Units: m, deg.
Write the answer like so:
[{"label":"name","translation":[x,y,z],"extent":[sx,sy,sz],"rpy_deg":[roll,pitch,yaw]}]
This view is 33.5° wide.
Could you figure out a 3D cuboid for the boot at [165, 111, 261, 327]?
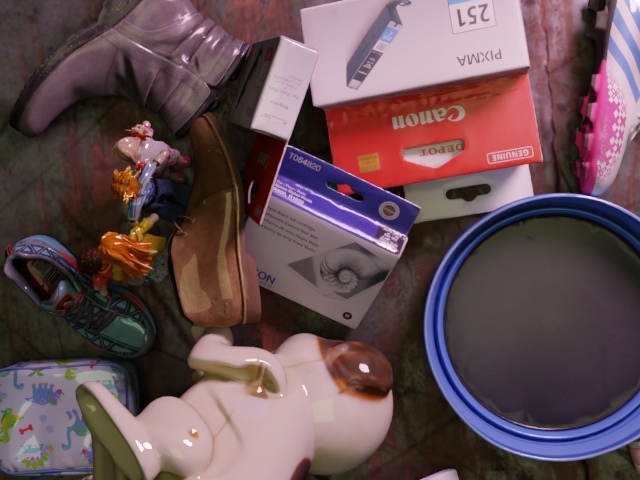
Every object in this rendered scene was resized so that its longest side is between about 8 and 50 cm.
[{"label":"boot","translation":[-0.163,-0.029,1.479],"extent":[0.115,0.112,0.305],"rpy_deg":[-8,83,-13]}]

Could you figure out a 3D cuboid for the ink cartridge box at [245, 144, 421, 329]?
[{"label":"ink cartridge box","translation":[0.000,0.000,1.529],"extent":[0.223,0.045,0.224],"rpy_deg":[25,125,-2]}]

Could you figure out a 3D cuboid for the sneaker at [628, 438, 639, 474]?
[{"label":"sneaker","translation":[0.527,0.316,1.575],"extent":[0.134,0.051,0.070],"rpy_deg":[-11,93,6]}]

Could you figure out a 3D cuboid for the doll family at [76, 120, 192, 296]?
[{"label":"doll family","translation":[-0.250,-0.036,1.518],"extent":[0.118,0.163,0.262],"rpy_deg":[16,89,33]}]

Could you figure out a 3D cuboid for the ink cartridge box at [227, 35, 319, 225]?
[{"label":"ink cartridge box","translation":[-0.089,-0.157,1.479],"extent":[0.060,0.275,0.238],"rpy_deg":[19,94,-14]}]

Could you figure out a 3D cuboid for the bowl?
[{"label":"bowl","translation":[0.346,0.125,1.561],"extent":[0.391,0.077,0.391],"rpy_deg":[0,93,3]}]

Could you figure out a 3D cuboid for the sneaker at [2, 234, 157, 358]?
[{"label":"sneaker","translation":[-0.365,0.097,1.575],"extent":[0.262,0.125,0.104],"rpy_deg":[34,98,2]}]

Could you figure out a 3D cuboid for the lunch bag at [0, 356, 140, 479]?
[{"label":"lunch bag","translation":[-0.382,0.266,1.599],"extent":[0.219,0.090,0.176],"rpy_deg":[-4,90,3]}]

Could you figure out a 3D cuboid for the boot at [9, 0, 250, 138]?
[{"label":"boot","translation":[-0.282,-0.225,1.574],"extent":[0.223,0.118,0.338],"rpy_deg":[44,101,-9]}]

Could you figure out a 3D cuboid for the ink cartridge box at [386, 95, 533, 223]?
[{"label":"ink cartridge box","translation":[0.196,-0.209,1.541],"extent":[0.207,0.119,0.353],"rpy_deg":[-10,92,4]}]

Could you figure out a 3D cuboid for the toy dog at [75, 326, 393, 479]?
[{"label":"toy dog","translation":[-0.079,0.267,1.459],"extent":[0.395,0.408,0.284],"rpy_deg":[31,135,37]}]

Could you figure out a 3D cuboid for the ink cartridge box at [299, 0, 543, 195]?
[{"label":"ink cartridge box","translation":[0.137,-0.211,1.447],"extent":[0.296,0.066,0.261],"rpy_deg":[-9,90,13]}]

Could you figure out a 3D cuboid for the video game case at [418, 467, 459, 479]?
[{"label":"video game case","translation":[0.144,0.473,1.552],"extent":[0.206,0.026,0.226],"rpy_deg":[-14,92,-34]}]

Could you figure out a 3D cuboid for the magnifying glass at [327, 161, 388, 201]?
[{"label":"magnifying glass","translation":[0.014,-0.049,1.605],"extent":[0.092,0.026,0.231],"rpy_deg":[44,91,1]}]

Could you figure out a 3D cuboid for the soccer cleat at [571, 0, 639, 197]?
[{"label":"soccer cleat","translation":[0.450,-0.222,1.530],"extent":[0.143,0.116,0.331],"rpy_deg":[7,92,1]}]
